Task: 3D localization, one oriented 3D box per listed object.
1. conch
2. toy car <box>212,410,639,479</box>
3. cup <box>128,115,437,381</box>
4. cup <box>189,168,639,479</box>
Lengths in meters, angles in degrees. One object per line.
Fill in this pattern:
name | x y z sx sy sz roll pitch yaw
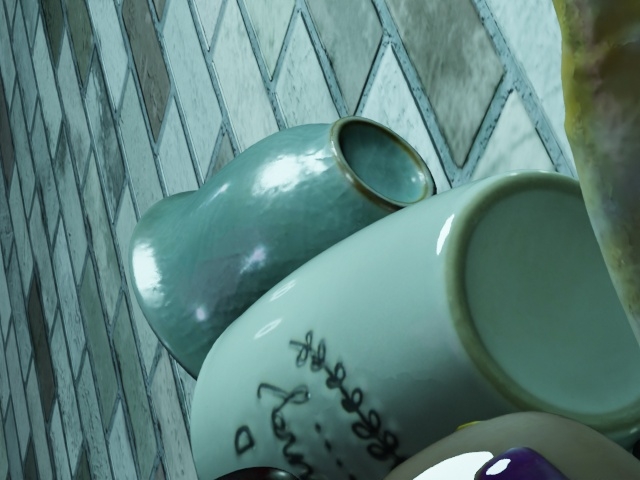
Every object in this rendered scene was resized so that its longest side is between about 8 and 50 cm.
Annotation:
conch | 0.166 -0.004 0.554 0.255 0.127 0.158 64 -159 -20
toy car | 0.089 0.187 0.566 0.271 0.240 0.341 53 158 21
cup | 0.000 0.000 1.000 0.150 0.199 0.199 -49 42 34
cup | 0.083 0.102 0.794 0.258 0.186 0.234 56 145 4
